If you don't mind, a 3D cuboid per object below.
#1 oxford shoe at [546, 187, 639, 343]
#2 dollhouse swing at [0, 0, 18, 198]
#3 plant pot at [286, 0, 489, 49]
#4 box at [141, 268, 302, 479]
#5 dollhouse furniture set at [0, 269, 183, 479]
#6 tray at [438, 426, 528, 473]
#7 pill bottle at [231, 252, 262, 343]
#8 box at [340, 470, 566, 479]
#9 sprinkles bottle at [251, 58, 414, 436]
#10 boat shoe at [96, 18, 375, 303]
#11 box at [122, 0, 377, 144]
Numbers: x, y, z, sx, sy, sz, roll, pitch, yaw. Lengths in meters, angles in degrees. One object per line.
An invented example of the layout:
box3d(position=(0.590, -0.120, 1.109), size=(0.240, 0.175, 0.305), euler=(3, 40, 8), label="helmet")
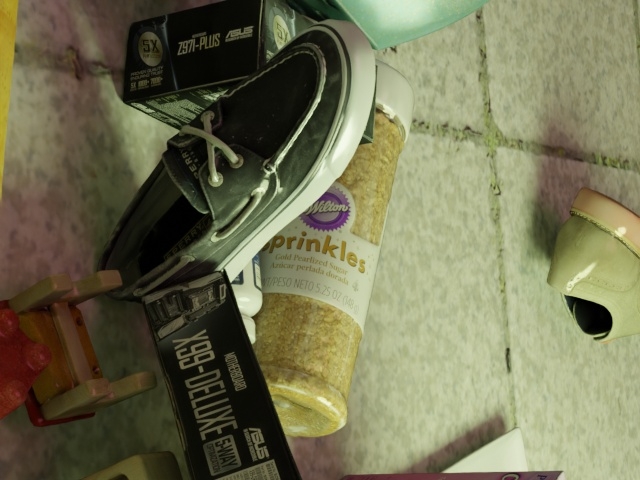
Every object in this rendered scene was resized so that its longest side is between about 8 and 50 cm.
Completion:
box3d(position=(0.384, 0.068, 2.071), size=(0.146, 0.140, 0.397), euler=(-56, 142, -4), label="oxford shoe")
box3d(position=(-0.368, -0.105, 0.815), size=(0.305, 0.315, 0.347), euler=(46, 45, -70), label="dollhouse swing")
box3d(position=(0.055, -0.330, 1.502), size=(0.252, 0.247, 0.248), euler=(-52, 134, -5), label="plant pot")
box3d(position=(-0.048, 0.206, 1.216), size=(0.307, 0.076, 0.242), euler=(-115, -172, -56), label="box")
box3d(position=(-0.204, 0.221, 1.142), size=(0.201, 0.152, 0.374), euler=(-3, 69, -56), label="dollhouse furniture set")
box3d(position=(0.163, 0.307, 1.743), size=(0.270, 0.030, 0.145), euler=(-17, 97, -56), label="tray")
box3d(position=(-0.085, 0.032, 1.374), size=(0.067, 0.067, 0.120), euler=(25, 53, -52), label="pill bottle")
box3d(position=(0.124, 0.337, 1.487), size=(0.117, 0.243, 0.214), euler=(-35, 113, -54), label="box")
box3d(position=(0.000, 0.000, 1.476), size=(0.121, 0.121, 0.355), euler=(43, 50, -44), label="sprinkles bottle")
box3d(position=(-0.075, -0.057, 1.254), size=(0.102, 0.301, 0.108), euler=(4, 48, -48), label="boat shoe")
box3d(position=(-0.059, -0.138, 1.391), size=(0.180, 0.147, 0.078), euler=(24, 64, -52), label="box")
